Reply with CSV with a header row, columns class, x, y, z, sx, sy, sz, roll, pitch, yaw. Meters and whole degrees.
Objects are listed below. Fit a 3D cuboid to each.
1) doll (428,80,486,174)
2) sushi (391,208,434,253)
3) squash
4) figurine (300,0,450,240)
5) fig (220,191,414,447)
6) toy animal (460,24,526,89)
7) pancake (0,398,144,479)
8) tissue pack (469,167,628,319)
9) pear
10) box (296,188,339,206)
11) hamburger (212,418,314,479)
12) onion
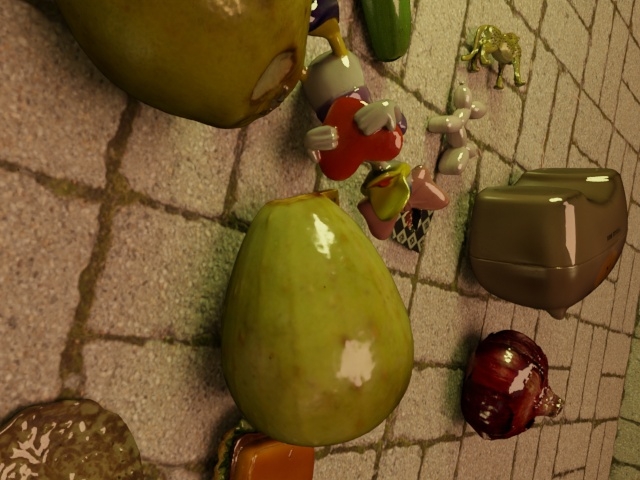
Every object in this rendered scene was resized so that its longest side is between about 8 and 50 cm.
class,x,y,z,sx,sy,sz,roll,pitch,yaw
doll,0.281,-0.229,1.181,0.160,0.059,0.160,-41,123,-36
sushi,0.169,-0.050,1.112,0.120,0.026,0.125,29,79,-48
squash,0.094,-0.426,0.931,0.082,0.082,0.292,-40,123,-37
figurine,0.048,-0.165,0.872,0.420,0.154,0.193,56,16,-23
fig,-0.007,0.096,0.779,0.258,0.258,0.325,1,82,-48
toy animal,0.368,-0.410,1.253,0.182,0.073,0.136,14,77,-35
pancake,-0.294,0.288,0.654,0.212,0.029,0.235,-15,107,-46
tissue pack,0.509,-0.006,1.308,0.387,0.268,0.276,-20,113,-46
pear,-0.137,-0.265,0.586,0.321,0.269,0.269,52,57,-17
box,0.000,0.000,0.935,0.089,0.022,0.156,-15,106,-45
hamburger,-0.081,0.317,0.847,0.166,0.087,0.137,12,86,-49
onion,0.426,0.325,1.306,0.252,0.219,0.251,-23,122,-44
